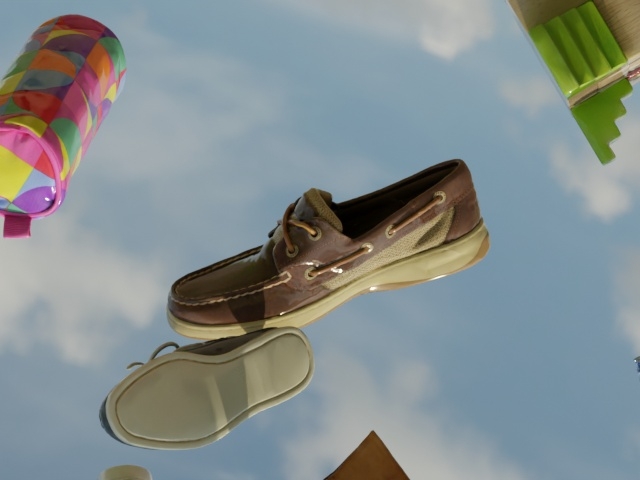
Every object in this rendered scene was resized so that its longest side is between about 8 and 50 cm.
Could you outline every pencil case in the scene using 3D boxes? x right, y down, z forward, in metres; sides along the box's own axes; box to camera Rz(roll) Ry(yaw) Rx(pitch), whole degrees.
[{"bbox_3d":[-0.234,-0.104,1.594,0.104,0.104,0.236,19,-146,-1],"label":"pencil case"}]

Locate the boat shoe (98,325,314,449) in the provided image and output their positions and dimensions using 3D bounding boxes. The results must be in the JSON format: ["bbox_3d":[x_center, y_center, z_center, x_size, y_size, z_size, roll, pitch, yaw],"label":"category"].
[{"bbox_3d":[-0.116,0.136,1.765,0.079,0.095,0.254,-13,-172,44],"label":"boat shoe"}]

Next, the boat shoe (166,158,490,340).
[{"bbox_3d":[0.000,0.000,1.909,0.342,0.123,0.123,-16,-153,-3],"label":"boat shoe"}]

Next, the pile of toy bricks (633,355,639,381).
[{"bbox_3d":[0.315,0.152,1.403,0.105,0.212,0.118,-24,-161,-17],"label":"pile of toy bricks"}]

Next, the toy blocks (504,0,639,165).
[{"bbox_3d":[0.268,-0.202,1.362,0.191,0.261,0.381,60,-172,4],"label":"toy blocks"}]

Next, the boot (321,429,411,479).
[{"bbox_3d":[0.130,0.293,1.764,0.280,0.264,0.096,48,167,7],"label":"boot"}]

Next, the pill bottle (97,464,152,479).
[{"bbox_3d":[-0.219,0.337,2.144,0.086,0.086,0.152,10,-130,-22],"label":"pill bottle"}]
